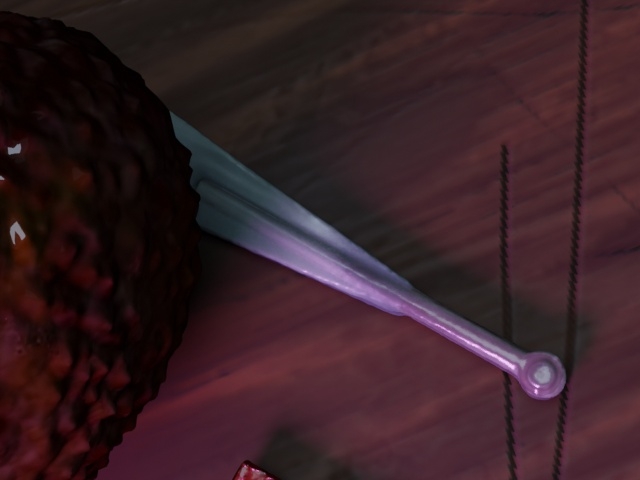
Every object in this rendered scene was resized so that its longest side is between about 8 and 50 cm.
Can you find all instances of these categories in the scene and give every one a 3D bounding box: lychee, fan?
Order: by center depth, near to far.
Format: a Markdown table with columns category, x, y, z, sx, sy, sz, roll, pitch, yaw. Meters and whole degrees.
| category | x | y | z | sx | sy | sz | roll | pitch | yaw |
| --- | --- | --- | --- | --- | --- | --- | --- | --- | --- |
| lychee | -0.175 | 0.019 | 0.663 | 0.260 | 0.260 | 0.261 | -3 | 74 | 10 |
| fan | 0.000 | 0.000 | 0.749 | 0.282 | 0.023 | 0.057 | 27 | 72 | 17 |

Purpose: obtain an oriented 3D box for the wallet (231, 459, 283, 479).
| category | x | y | z | sx | sy | sz | roll | pitch | yaw |
| --- | --- | --- | --- | --- | --- | --- | --- | --- | --- |
| wallet | 0.024 | 0.192 | 0.689 | 0.196 | 0.020 | 0.103 | 27 | 82 | 16 |
